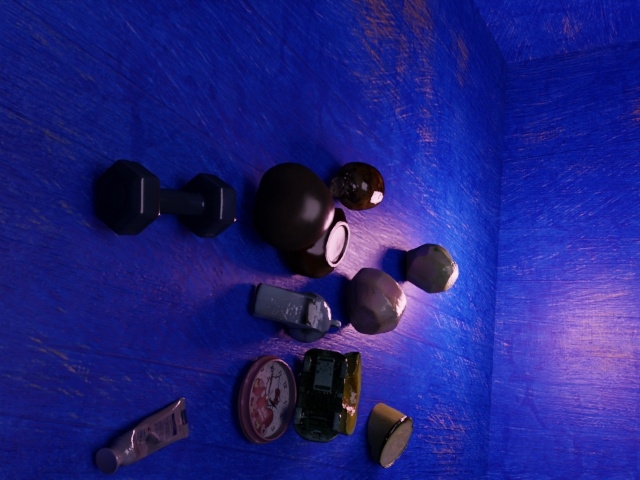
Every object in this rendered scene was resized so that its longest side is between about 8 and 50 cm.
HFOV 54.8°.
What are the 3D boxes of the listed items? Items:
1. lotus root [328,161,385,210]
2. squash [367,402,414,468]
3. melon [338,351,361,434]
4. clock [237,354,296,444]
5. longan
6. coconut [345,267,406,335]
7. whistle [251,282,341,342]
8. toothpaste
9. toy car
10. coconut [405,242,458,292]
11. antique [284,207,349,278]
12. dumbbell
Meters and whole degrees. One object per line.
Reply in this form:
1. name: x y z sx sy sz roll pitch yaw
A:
1. lotus root: 0.144 -0.189 2.158 0.314 0.141 0.169 -5 89 -58
2. squash: 0.244 0.735 2.312 0.220 0.133 0.220 -29 127 -48
3. melon: 0.060 0.504 2.007 0.169 0.129 0.265 69 27 -59
4. clock: -0.151 0.442 1.724 0.244 0.056 0.244 9 79 -57
5. longan: -0.081 -0.088 1.725 0.246 0.215 0.246 14 49 -17
6. coconut: 0.195 0.206 2.162 0.237 0.197 0.236 8 80 -52
7. whistle: -0.073 0.216 1.812 0.290 0.163 0.163 17 69 -16
8. toothpaste: -0.381 0.436 1.373 0.266 0.061 0.096 -13 97 -64
9. toy car: -0.002 0.473 1.853 0.125 0.136 0.305 100 -1 -48
10. coconut: 0.454 0.109 2.576 0.236 0.236 0.204 -38 154 -52
11. antique: 0.000 0.000 1.910 0.278 0.129 0.223 -38 131 -52
12. dumbbell: -0.337 -0.087 1.388 0.325 0.160 0.144 1 117 -57
